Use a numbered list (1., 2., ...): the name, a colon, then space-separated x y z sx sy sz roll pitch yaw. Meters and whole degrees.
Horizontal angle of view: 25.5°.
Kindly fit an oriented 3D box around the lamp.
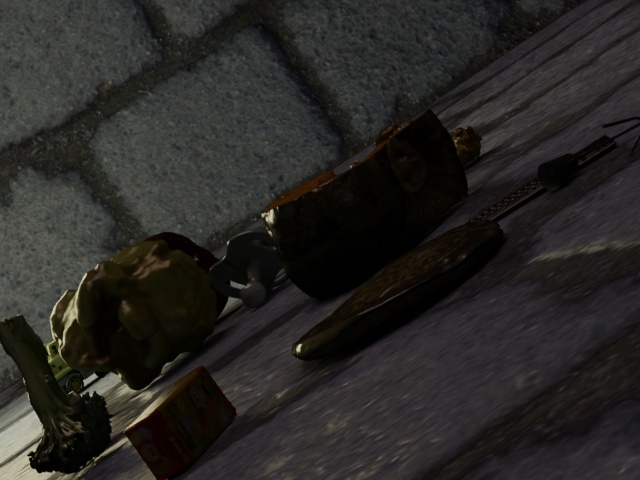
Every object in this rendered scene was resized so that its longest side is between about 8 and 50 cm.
1. lamp: 0.283 -0.092 1.476 0.054 0.041 0.121 -31 0 -37

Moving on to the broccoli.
1. broccoli: -0.323 0.179 1.683 0.118 0.204 0.122 -31 -9 6

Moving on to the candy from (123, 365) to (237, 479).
1. candy: -0.132 0.174 1.353 0.038 0.062 0.122 -32 6 28

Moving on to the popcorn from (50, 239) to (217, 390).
1. popcorn: -0.266 0.107 2.054 0.256 0.195 0.255 -17 6 23

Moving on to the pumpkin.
1. pumpkin: 0.052 -0.041 1.807 0.190 0.139 0.280 -28 6 38

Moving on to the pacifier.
1. pacifier: -0.097 0.055 2.123 0.150 0.126 0.117 -48 33 33

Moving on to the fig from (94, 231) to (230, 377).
1. fig: -0.269 0.120 2.243 0.274 0.170 0.145 -51 6 13

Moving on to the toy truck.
1. toy truck: -0.446 0.210 2.512 0.191 0.116 0.085 -36 8 -24

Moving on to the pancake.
1. pancake: 0.070 0.052 1.432 0.250 0.031 0.250 -32 5 3

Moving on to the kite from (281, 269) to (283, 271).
1. kite: 0.000 0.001 2.382 0.222 0.008 0.125 -35 6 -20

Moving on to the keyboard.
1. keyboard: 0.235 -0.057 1.564 0.202 0.011 0.067 -33 7 7

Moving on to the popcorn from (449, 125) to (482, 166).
1. popcorn: 0.209 -0.137 2.157 0.082 0.057 0.083 -36 9 -16
